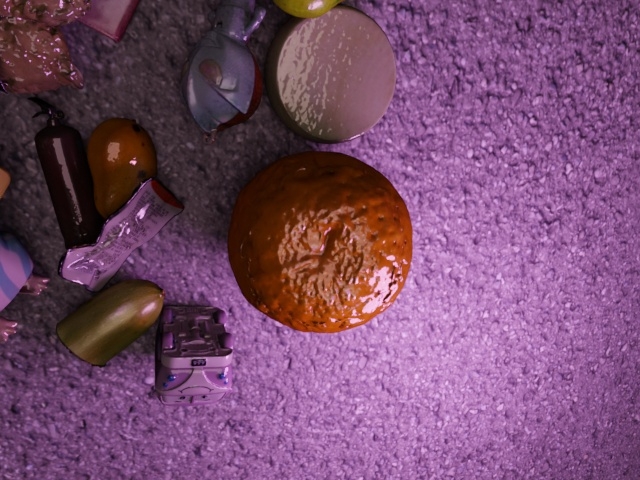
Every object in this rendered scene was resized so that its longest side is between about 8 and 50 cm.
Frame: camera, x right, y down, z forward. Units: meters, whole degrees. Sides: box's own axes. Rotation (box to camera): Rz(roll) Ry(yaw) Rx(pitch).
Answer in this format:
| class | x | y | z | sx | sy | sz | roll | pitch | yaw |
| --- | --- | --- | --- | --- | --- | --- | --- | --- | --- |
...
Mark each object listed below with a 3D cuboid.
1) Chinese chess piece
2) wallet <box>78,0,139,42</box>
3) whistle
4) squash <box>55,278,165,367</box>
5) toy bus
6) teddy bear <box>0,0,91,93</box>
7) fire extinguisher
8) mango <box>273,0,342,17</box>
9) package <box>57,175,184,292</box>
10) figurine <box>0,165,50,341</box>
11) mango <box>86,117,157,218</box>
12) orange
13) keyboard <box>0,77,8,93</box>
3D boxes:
| class | x | y | z | sx | sy | sz | roll | pitch | yaw |
| --- | --- | --- | --- | --- | --- | --- | --- | --- | --- |
| Chinese chess piece | 0.019 | -0.309 | 0.889 | 0.251 | 0.101 | 0.250 | -6 | 109 | -18 |
| wallet | -0.334 | -0.456 | 0.761 | 0.120 | 0.025 | 0.232 | 26 | 98 | -25 |
| whistle | -0.155 | -0.331 | 0.812 | 0.134 | 0.142 | 0.345 | 14 | 90 | -33 |
| squash | -0.379 | 0.142 | 0.886 | 0.187 | 0.123 | 0.123 | -36 | 115 | -5 |
| toy bus | -0.247 | 0.222 | 0.913 | 0.142 | 0.202 | 0.142 | 6 | 107 | -21 |
| teddy bear | -0.445 | -0.336 | 0.679 | 0.268 | 0.156 | 0.255 | 13 | 135 | 10 |
| fire extinguisher | -0.440 | -0.110 | 0.813 | 0.072 | 0.089 | 0.267 | -33 | 124 | -49 |
| mango | -0.008 | -0.464 | 0.759 | 0.186 | 0.149 | 0.273 | 35 | 52 | 6 |
| package | -0.348 | -0.007 | 0.828 | 0.040 | 0.166 | 0.232 | 38 | 80 | 11 |
| figurine | -0.690 | -0.023 | 0.718 | 0.379 | 0.266 | 0.361 | 7 | 136 | 11 |
| mango | -0.342 | -0.124 | 0.824 | 0.115 | 0.090 | 0.177 | -21 | 119 | -46 |
| orange | 0.000 | 0.000 | 0.882 | 0.341 | 0.293 | 0.340 | -1 | 99 | -3 |
| keyboard | -0.531 | -0.271 | 0.674 | 0.015 | 0.197 | 0.074 | -50 | 159 | -39 |
